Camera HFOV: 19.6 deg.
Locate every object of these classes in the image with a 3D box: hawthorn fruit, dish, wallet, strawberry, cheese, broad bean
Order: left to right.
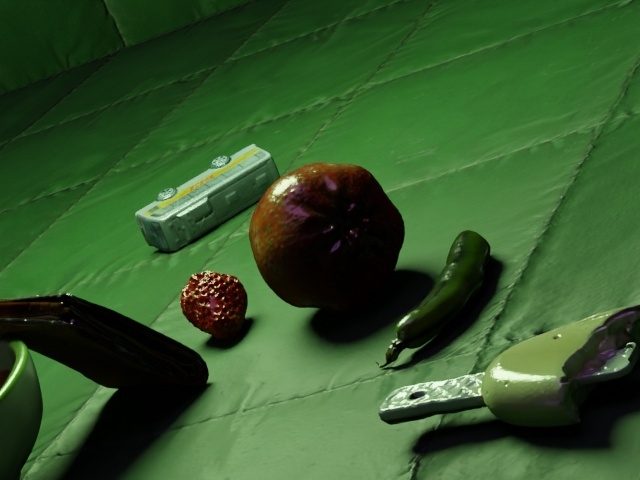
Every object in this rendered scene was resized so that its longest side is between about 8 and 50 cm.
[{"bbox_3d":[-0.386,0.239,1.775,0.324,0.124,0.324,-30,18,11],"label":"dish"},{"bbox_3d":[-0.226,0.103,1.856,0.161,0.195,0.042,-3,65,48],"label":"wallet"},{"bbox_3d":[-0.108,0.071,1.966,0.073,0.073,0.083,-29,30,-9],"label":"strawberry"},{"bbox_3d":[0.000,0.000,1.899,0.157,0.157,0.194,-30,-1,-14],"label":"hawthorn fruit"},{"bbox_3d":[0.119,0.045,1.754,0.069,0.039,0.227,-20,17,38],"label":"broad bean"},{"bbox_3d":[0.152,0.113,1.478,0.235,0.050,0.127,-13,22,34],"label":"cheese"}]

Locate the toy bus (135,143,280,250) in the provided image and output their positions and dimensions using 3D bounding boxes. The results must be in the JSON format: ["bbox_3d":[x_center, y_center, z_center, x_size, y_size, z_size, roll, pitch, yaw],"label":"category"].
[{"bbox_3d":[-0.142,-0.053,2.397,0.190,0.064,0.075,-33,30,-21],"label":"toy bus"}]
